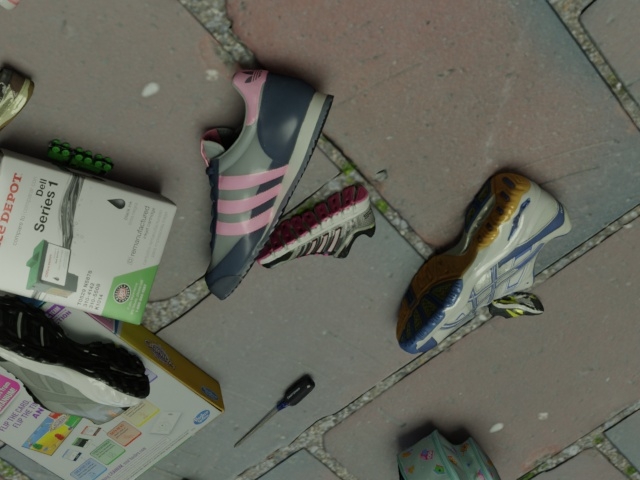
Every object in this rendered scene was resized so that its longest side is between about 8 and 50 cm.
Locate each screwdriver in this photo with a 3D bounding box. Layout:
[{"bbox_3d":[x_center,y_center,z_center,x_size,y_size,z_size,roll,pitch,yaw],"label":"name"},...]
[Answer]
[{"bbox_3d":[-0.072,0.251,1.837,0.170,0.024,0.025,-38,95,22],"label":"screwdriver"}]

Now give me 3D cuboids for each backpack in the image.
[{"bbox_3d":[0.199,0.377,1.892,0.144,0.166,0.188,-34,128,10],"label":"backpack"}]

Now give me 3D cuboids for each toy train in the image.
[{"bbox_3d":[-0.293,-0.099,1.537,0.083,0.017,0.023,19,128,-24],"label":"toy train"}]

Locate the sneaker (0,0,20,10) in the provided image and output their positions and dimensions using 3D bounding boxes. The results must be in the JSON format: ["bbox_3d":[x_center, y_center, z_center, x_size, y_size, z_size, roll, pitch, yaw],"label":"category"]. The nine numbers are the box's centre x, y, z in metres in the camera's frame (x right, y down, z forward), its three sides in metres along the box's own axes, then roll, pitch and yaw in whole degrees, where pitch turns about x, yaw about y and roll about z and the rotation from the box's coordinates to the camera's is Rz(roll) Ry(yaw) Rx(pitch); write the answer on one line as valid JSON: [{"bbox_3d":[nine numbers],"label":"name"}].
[{"bbox_3d":[-0.359,-0.312,1.351,0.070,0.051,0.134,-41,127,14],"label":"sneaker"}]

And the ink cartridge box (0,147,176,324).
[{"bbox_3d":[-0.307,-0.005,1.522,0.219,0.092,0.160,16,94,-23],"label":"ink cartridge box"}]

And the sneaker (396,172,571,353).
[{"bbox_3d":[0.222,0.053,1.703,0.131,0.112,0.296,24,117,-27],"label":"sneaker"}]

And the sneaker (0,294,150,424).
[{"bbox_3d":[-0.347,0.160,1.579,0.271,0.100,0.108,33,117,-30],"label":"sneaker"}]

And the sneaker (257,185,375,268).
[{"bbox_3d":[0.000,0.000,1.643,0.170,0.063,0.075,-30,120,3],"label":"sneaker"}]

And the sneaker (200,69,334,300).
[{"bbox_3d":[-0.099,-0.073,1.562,0.131,0.112,0.319,25,118,-4],"label":"sneaker"}]

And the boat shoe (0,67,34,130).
[{"bbox_3d":[-0.396,-0.140,1.466,0.049,0.056,0.152,39,100,-27],"label":"boat shoe"}]

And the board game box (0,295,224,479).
[{"bbox_3d":[-0.324,0.202,1.713,0.242,0.064,0.316,-38,124,14],"label":"board game box"}]

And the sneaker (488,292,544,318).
[{"bbox_3d":[0.277,0.095,1.798,0.083,0.031,0.035,11,135,-15],"label":"sneaker"}]
